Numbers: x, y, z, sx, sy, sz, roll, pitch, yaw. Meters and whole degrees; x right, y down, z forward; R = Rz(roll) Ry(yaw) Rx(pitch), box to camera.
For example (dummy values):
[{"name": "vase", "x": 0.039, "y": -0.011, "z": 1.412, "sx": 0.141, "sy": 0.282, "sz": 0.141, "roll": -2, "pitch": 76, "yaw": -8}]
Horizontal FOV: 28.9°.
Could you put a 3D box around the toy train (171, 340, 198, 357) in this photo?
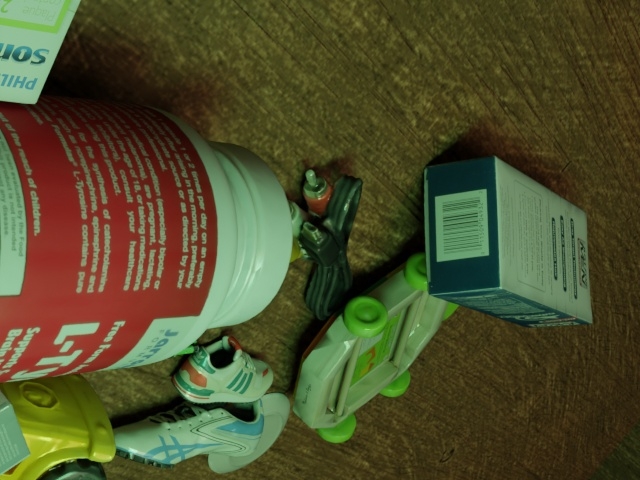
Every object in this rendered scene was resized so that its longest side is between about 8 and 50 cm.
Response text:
[{"name": "toy train", "x": -0.170, "y": 0.122, "z": 1.412, "sx": 0.083, "sy": 0.024, "sz": 0.017, "roll": -4, "pitch": 128, "yaw": -50}]

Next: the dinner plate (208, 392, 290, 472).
[{"name": "dinner plate", "x": -0.092, "y": 0.265, "z": 1.683, "sx": 0.141, "sy": 0.017, "sz": 0.141, "roll": -31, "pitch": 144, "yaw": -25}]

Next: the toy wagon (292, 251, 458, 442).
[{"name": "toy wagon", "x": 0.102, "y": 0.126, "z": 1.702, "sx": 0.344, "sy": 0.068, "sz": 0.267, "roll": -35, "pitch": 153, "yaw": -34}]

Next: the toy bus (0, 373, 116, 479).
[{"name": "toy bus", "x": -0.341, "y": 0.226, "z": 1.212, "sx": 0.211, "sy": 0.149, "sz": 0.220, "roll": 20, "pitch": 112, "yaw": -44}]

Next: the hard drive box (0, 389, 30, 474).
[{"name": "hard drive box", "x": -0.391, "y": 0.162, "z": 1.022, "sx": 0.232, "sy": 0.181, "sz": 0.089, "roll": -33, "pitch": 147, "yaw": -24}]

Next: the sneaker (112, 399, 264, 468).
[{"name": "sneaker", "x": -0.163, "y": 0.224, "z": 1.496, "sx": 0.237, "sy": 0.085, "sz": 0.086, "roll": 2, "pitch": 97, "yaw": -49}]

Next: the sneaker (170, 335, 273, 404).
[{"name": "sneaker", "x": -0.103, "y": 0.152, "z": 1.499, "sx": 0.161, "sy": 0.057, "sz": 0.075, "roll": 3, "pitch": 128, "yaw": -50}]

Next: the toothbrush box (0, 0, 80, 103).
[{"name": "toothbrush box", "x": -0.243, "y": -0.246, "z": 0.809, "sx": 0.206, "sy": 0.122, "sz": 0.283, "roll": 2, "pitch": 125, "yaw": -52}]

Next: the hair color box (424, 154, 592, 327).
[{"name": "hair color box", "x": 0.260, "y": 0.013, "z": 1.681, "sx": 0.347, "sy": 0.105, "sz": 0.174, "roll": 20, "pitch": 67, "yaw": -57}]

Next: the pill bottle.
[{"name": "pill bottle", "x": -0.218, "y": -0.004, "z": 1.007, "sx": 0.408, "sy": 0.229, "sz": 0.229, "roll": -1, "pitch": 126, "yaw": -51}]

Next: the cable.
[{"name": "cable", "x": 0.000, "y": 0.000, "z": 1.488, "sx": 0.139, "sy": 0.072, "sz": 0.287, "roll": -53, "pitch": 163, "yaw": -11}]
